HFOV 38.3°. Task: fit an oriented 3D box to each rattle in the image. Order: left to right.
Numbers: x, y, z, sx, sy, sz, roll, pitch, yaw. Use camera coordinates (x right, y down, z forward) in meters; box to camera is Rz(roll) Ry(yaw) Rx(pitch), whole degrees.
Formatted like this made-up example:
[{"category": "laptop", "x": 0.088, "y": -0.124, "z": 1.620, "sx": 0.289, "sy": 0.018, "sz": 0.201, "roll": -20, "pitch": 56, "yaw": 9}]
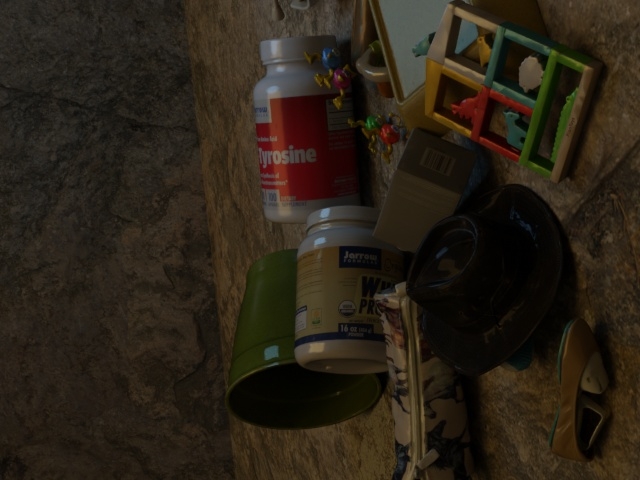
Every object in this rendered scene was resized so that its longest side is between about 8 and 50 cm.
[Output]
[{"category": "rattle", "x": 0.171, "y": -0.304, "z": 1.744, "sx": 0.199, "sy": 0.130, "sz": 0.143, "roll": 19, "pitch": 131, "yaw": 39}]

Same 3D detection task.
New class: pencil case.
[{"category": "pencil case", "x": 0.196, "y": 0.266, "z": 1.736, "sx": 0.183, "sy": 0.159, "sz": 0.411, "roll": -32, "pitch": -64, "yaw": -78}]

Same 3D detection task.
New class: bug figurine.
[{"category": "bug figurine", "x": 0.077, "y": -0.286, "z": 1.887, "sx": 0.279, "sy": 0.072, "sz": 0.216, "roll": 52, "pitch": 180, "yaw": -3}]

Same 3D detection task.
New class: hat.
[{"category": "hat", "x": 0.225, "y": 0.054, "z": 1.472, "sx": 0.331, "sy": 0.133, "sz": 0.331, "roll": -32, "pitch": 51, "yaw": 51}]

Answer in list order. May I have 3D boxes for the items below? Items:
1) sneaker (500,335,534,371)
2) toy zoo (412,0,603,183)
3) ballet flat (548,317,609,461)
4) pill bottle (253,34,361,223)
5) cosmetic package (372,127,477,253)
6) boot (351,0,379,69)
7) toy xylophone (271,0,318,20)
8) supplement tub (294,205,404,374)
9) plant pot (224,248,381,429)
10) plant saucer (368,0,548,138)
[{"category": "sneaker", "x": 0.293, "y": 0.154, "z": 1.563, "sx": 0.229, "sy": 0.087, "sz": 0.092, "roll": -125, "pitch": 16, "yaw": -55}, {"category": "toy zoo", "x": 0.258, "y": -0.231, "z": 1.366, "sx": 0.293, "sy": 0.030, "sz": 0.192, "roll": 33, "pitch": 134, "yaw": 29}, {"category": "ballet flat", "x": 0.386, "y": 0.222, "z": 1.346, "sx": 0.073, "sy": 0.080, "sz": 0.232, "roll": 21, "pitch": 124, "yaw": 37}, {"category": "pill bottle", "x": -0.033, "y": -0.253, "z": 2.102, "sx": 0.229, "sy": 0.229, "sz": 0.408, "roll": -162, "pitch": 66, "yaw": -69}, {"category": "cosmetic package", "x": 0.181, "y": -0.076, "z": 1.636, "sx": 0.238, "sy": 0.127, "sz": 0.107, "roll": 107, "pitch": -173, "yaw": -63}, {"category": "boot", "x": 0.100, "y": -0.460, "z": 1.793, "sx": 0.236, "sy": 0.089, "sz": 0.270, "roll": -67, "pitch": -17, "yaw": -63}, {"category": "toy xylophone", "x": -0.050, "y": -0.617, "z": 1.964, "sx": 0.081, "sy": 0.236, "sz": 0.323, "roll": 34, "pitch": 150, "yaw": 30}, {"category": "supplement tub", "x": 0.062, "y": 0.106, "z": 1.919, "sx": 0.228, "sy": 0.228, "sz": 0.316, "roll": 134, "pitch": 139, "yaw": -67}, {"category": "plant pot", "x": -0.054, "y": 0.224, "z": 2.250, "sx": 0.366, "sy": 0.366, "sz": 0.353, "roll": 108, "pitch": 161, "yaw": -52}, {"category": "plant saucer", "x": 0.194, "y": -0.368, "z": 1.508, "sx": 0.332, "sy": 0.081, "sz": 0.333, "roll": -35, "pitch": 63, "yaw": 53}]
